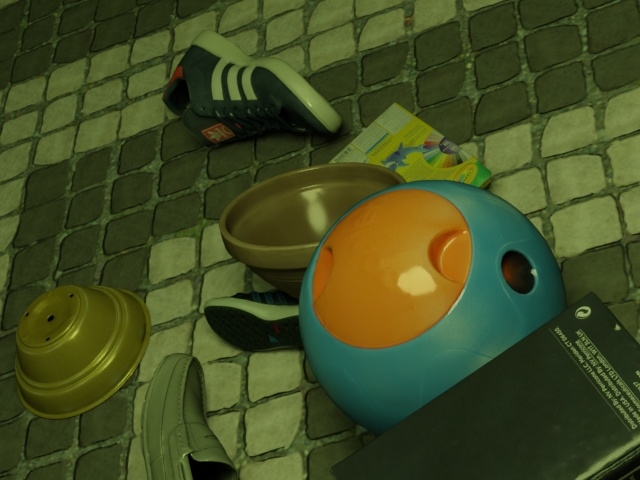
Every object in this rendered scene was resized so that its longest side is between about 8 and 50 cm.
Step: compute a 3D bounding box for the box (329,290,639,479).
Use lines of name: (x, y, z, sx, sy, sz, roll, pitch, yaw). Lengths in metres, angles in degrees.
box: (0.213, 0.255, 1.286, 0.294, 0.296, 0.183, -34, 43, 0)

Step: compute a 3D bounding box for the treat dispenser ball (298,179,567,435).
treat dispenser ball: (0.121, 0.078, 1.511, 0.288, 0.288, 0.288, -17, 45, 18)

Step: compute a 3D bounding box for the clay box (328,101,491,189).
clay box: (0.123, -0.083, 1.829, 0.127, 0.053, 0.222, -43, 44, -5)

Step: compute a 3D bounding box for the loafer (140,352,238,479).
loafer: (-0.149, 0.272, 1.649, 0.111, 0.112, 0.319, -14, 54, 15)

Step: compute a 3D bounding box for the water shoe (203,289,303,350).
water shoe: (-0.051, 0.093, 1.783, 0.203, 0.073, 0.080, 4, 34, 29)

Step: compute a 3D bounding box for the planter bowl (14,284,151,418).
planter bowl: (-0.347, 0.128, 1.910, 0.217, 0.090, 0.217, -18, 46, 19)

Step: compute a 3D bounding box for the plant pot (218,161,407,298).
plant pot: (0.000, 0.000, 1.740, 0.237, 0.110, 0.237, -9, 26, 5)

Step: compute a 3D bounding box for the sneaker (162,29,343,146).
sneaker: (-0.108, -0.189, 2.030, 0.148, 0.131, 0.350, -52, 39, -8)
